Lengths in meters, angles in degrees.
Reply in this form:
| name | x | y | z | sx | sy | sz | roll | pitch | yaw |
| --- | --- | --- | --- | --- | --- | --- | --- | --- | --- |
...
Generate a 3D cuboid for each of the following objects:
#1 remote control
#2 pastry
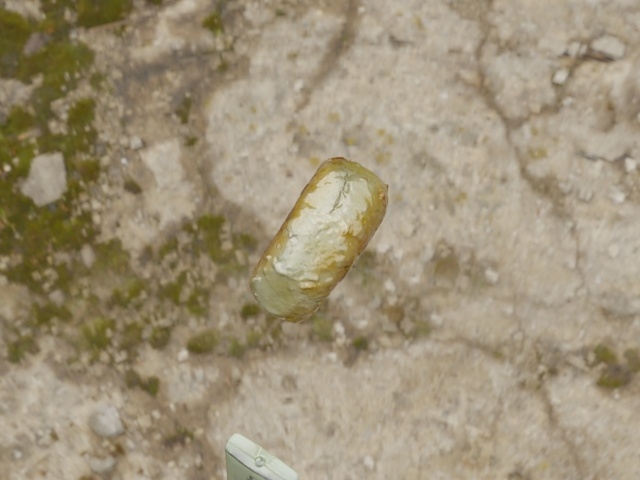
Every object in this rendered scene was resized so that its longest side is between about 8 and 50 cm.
| name | x | y | z | sx | sy | sz | roll | pitch | yaw |
| --- | --- | --- | --- | --- | --- | --- | --- | --- | --- |
| remote control | -0.076 | 0.312 | 1.525 | 0.098 | 0.233 | 0.038 | 31 | 66 | 12 |
| pastry | 0.000 | 0.000 | 1.298 | 0.093 | 0.192 | 0.182 | 34 | 102 | -3 |
